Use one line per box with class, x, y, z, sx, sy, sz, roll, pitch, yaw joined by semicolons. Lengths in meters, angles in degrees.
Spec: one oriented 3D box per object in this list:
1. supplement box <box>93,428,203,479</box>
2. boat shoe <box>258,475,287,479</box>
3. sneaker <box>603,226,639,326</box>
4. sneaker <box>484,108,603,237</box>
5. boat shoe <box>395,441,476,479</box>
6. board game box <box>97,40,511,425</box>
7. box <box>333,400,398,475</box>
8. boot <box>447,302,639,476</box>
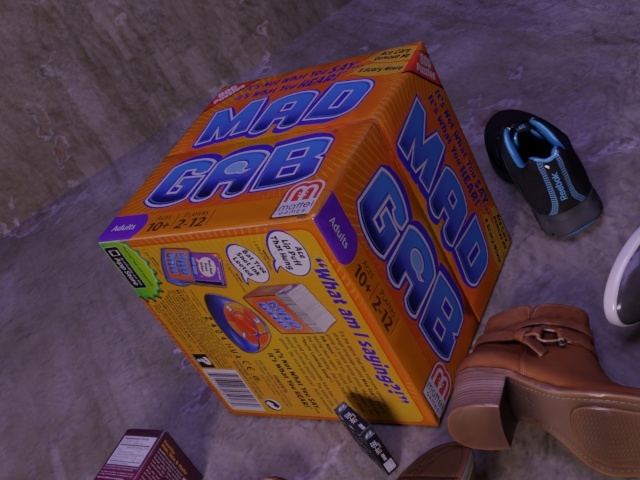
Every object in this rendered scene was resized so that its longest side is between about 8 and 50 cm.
supplement box;-0.252;0.356;1.167;0.081;0.104;0.188;-6;38;36
boat shoe;-0.127;0.388;1.011;0.111;0.104;0.307;2;44;43
sneaker;0.475;0.014;1.028;0.296;0.104;0.147;-34;25;-14
sneaker;0.331;-0.146;1.356;0.125;0.139;0.341;-29;29;6
boat shoe;0.105;0.338;0.919;0.105;0.089;0.285;-21;25;45
board game box;0.000;0.000;1.216;0.356;0.356;0.356;-5;39;36
box;0.056;0.244;1.082;0.018;0.083;0.067;-39;31;-12
boot;0.297;0.158;1.003;0.283;0.109;0.220;-5;24;26
